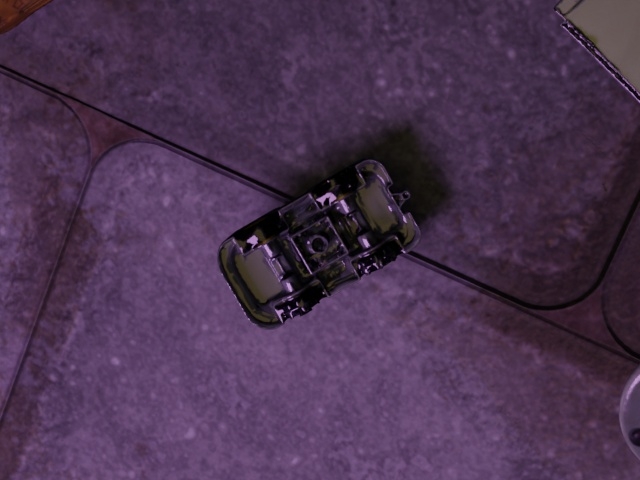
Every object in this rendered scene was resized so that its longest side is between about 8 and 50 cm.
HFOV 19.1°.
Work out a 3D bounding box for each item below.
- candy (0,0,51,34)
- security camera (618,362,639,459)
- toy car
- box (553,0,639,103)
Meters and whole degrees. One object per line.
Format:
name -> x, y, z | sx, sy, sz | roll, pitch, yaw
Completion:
candy -> -0.346, -0.323, 1.795 | 0.143, 0.101, 0.271 | -37, 87, 14
security camera -> 0.383, 0.096, 1.731 | 0.157, 0.080, 0.301 | 25, 119, 5
toy car -> 0.000, 0.000, 1.795 | 0.191, 0.100, 0.097 | -30, 95, -1
box -> 0.321, -0.163, 1.597 | 0.225, 0.225, 0.117 | 46, 110, 0
